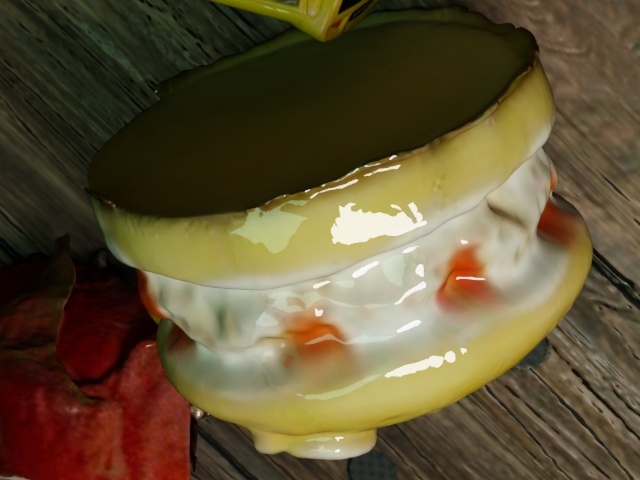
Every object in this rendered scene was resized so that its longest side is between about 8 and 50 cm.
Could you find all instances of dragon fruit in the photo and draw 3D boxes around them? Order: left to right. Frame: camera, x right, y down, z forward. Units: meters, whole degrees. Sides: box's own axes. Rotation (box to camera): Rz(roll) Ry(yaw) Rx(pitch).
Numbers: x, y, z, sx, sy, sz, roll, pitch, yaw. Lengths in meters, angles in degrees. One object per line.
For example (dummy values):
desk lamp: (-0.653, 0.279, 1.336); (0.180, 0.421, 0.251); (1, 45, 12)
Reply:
dragon fruit: (-0.232, 0.114, 1.065); (0.343, 0.282, 0.100); (-10, 142, 18)

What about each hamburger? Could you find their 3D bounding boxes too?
hamburger: (0.000, 0.000, 0.935); (0.302, 0.261, 0.186); (5, 121, 37)

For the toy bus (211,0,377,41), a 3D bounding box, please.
toy bus: (-0.047, -0.210, 0.913); (0.331, 0.145, 0.151); (18, 120, 16)
